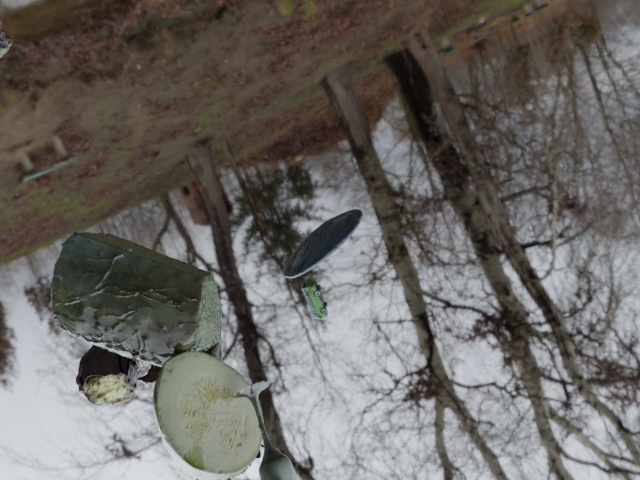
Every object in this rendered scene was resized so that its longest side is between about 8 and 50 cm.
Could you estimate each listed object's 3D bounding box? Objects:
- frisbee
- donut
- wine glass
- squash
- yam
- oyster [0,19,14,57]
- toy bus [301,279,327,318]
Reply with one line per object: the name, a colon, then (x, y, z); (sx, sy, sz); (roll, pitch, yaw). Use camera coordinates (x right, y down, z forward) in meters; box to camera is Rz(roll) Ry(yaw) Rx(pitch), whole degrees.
frisbee: (-0.003, -0.004, 1.857); (0.289, 0.049, 0.289); (-39, -168, 10)
donut: (-0.380, 0.258, 1.525); (0.345, 0.136, 0.259); (-5, -132, 16)
wine glass: (-0.075, 0.362, 1.066); (0.074, 0.262, 0.074); (-17, 156, -8)
squash: (-0.176, 0.294, 1.093); (0.189, 0.189, 0.260); (-26, 157, -22)
yam: (-0.306, 0.107, 1.128); (0.271, 0.201, 0.202); (12, 180, 8)
oyster: (-0.596, -0.334, 1.052); (0.198, 0.260, 0.092); (8, -123, 0)
toy bus: (-0.010, 0.127, 1.388); (0.037, 0.083, 0.031); (-15, -159, 13)
